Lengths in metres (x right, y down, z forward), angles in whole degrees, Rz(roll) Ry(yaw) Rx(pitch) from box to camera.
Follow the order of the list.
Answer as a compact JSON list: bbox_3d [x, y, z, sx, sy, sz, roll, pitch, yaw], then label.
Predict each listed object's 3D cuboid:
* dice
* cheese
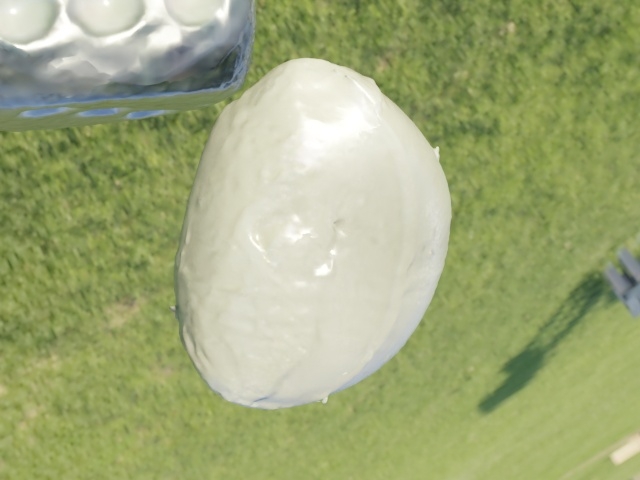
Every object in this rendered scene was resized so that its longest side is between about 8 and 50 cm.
[{"bbox_3d":[-0.150,-0.168,0.712,0.182,0.181,0.183,-10,-176,-20],"label":"dice"},{"bbox_3d":[0.000,0.000,0.686,0.189,0.154,0.198,-11,118,-86],"label":"cheese"}]
